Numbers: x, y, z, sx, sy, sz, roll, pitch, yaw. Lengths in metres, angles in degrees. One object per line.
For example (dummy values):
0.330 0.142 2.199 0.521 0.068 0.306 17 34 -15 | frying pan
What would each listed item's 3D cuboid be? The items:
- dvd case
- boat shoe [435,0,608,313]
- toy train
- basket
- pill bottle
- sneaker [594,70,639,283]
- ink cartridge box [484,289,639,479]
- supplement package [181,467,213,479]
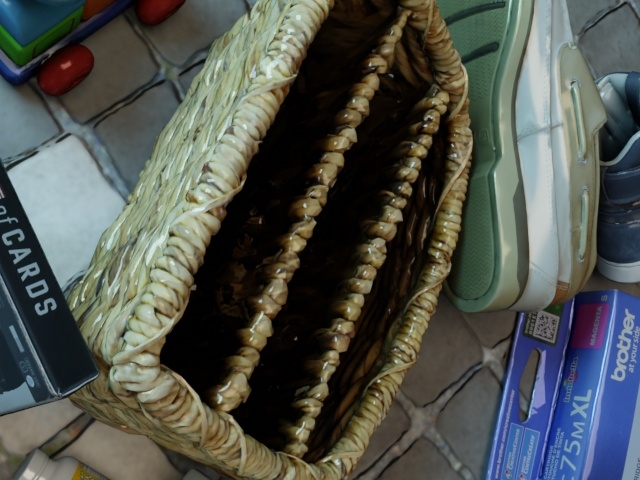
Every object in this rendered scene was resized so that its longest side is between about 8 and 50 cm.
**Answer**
-0.217 0.012 0.424 0.029 0.239 0.179 -28 95 -46 | dvd case
0.147 -0.098 0.616 0.103 0.113 0.302 2 91 -27 | boat shoe
-0.117 -0.209 0.536 0.248 0.143 0.105 -43 101 -21 | toy train
0.000 0.000 0.506 0.213 0.223 0.299 33 67 -20 | basket
-0.155 0.168 0.531 0.083 0.043 0.043 36 72 -15 | pill bottle
0.306 -0.090 0.704 0.226 0.086 0.163 -39 123 -21 | sneaker
0.298 0.161 0.713 0.311 0.065 0.186 21 76 -17 | ink cartridge box
-0.020 0.269 0.468 0.149 0.203 0.194 -49 116 -20 | supplement package
